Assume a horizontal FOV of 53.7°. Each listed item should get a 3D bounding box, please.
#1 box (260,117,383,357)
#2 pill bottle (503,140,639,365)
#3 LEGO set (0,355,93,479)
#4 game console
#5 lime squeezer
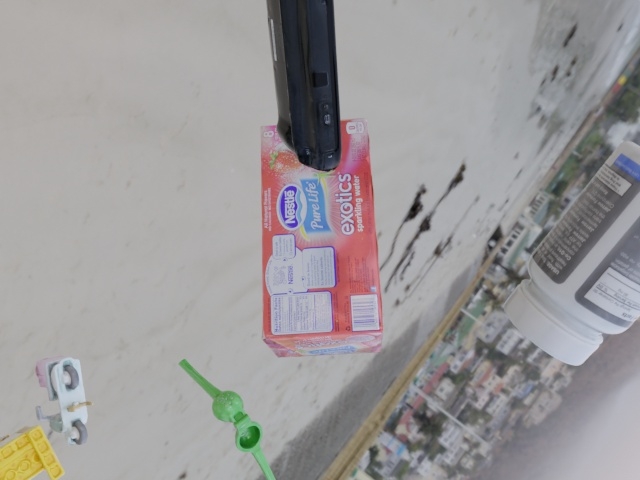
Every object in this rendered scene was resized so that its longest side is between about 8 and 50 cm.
[{"bbox_3d":[0.000,0.000,0.867,0.142,0.154,0.300,80,6,-70],"label":"box"},{"bbox_3d":[0.188,0.011,0.415,0.137,0.078,0.078,-57,166,22],"label":"pill bottle"},{"bbox_3d":[-0.324,0.170,0.477,0.107,0.132,0.287,-16,169,41],"label":"LEGO set"},{"bbox_3d":[-0.026,-0.235,0.487,0.044,0.213,0.361,-11,119,-13],"label":"game console"},{"bbox_3d":[-0.159,0.340,1.156,0.059,0.310,0.110,-35,176,-46],"label":"lime squeezer"}]
